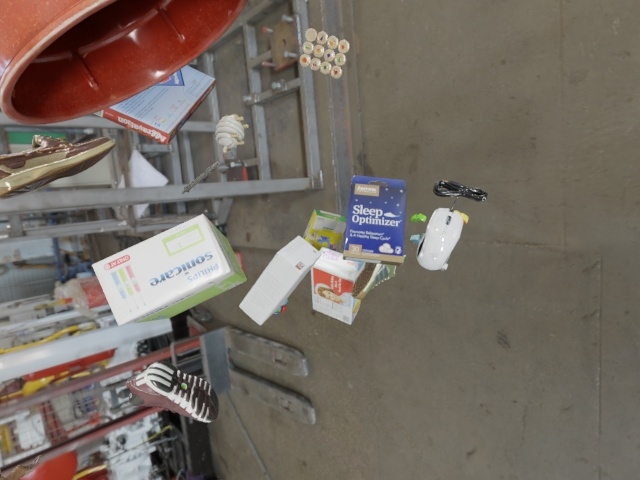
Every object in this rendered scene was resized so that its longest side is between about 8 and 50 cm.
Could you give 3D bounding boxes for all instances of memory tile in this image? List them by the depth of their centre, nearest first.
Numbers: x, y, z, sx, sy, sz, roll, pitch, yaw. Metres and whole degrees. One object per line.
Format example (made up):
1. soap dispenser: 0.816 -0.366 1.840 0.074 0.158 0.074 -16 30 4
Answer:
1. memory tile: 0.010 -0.572 1.243 0.148 0.012 0.113 26 117 13

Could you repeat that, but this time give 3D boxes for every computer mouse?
1. computer mouse: 0.260 -0.028 0.836 0.106 0.042 0.192 20 93 6

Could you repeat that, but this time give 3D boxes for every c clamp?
1. c clamp: -0.362 -0.190 1.236 0.022 0.160 0.137 52 158 -20

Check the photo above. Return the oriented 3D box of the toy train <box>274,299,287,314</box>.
1. toy train: -0.177 0.185 1.751 0.143 0.105 0.247 132 149 -63

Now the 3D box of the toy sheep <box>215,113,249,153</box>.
1. toy sheep: -0.259 -0.308 1.166 0.091 0.091 0.131 -23 48 49

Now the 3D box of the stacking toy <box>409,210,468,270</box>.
1. stacking toy: 0.320 -0.001 1.207 0.166 0.052 0.221 -63 23 -12

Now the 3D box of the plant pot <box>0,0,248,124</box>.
1. plant pot: -0.252 -0.298 0.383 0.273 0.272 0.264 -13 114 49

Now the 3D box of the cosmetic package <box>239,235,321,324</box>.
1. cosmetic package: -0.106 0.105 1.050 0.086 0.117 0.231 40 123 6

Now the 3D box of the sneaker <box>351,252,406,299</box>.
1. sneaker: 0.170 0.093 1.134 0.192 0.086 0.064 -61 23 9

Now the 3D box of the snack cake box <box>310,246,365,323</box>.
1. snack cake box: 0.055 0.156 1.359 0.152 0.089 0.264 21 143 18

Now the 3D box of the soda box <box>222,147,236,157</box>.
1. soda box: -0.381 -0.389 1.687 0.183 0.058 0.062 166 98 -77

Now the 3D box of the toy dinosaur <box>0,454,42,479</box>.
1. toy dinosaur: -0.460 0.307 0.461 0.127 0.200 0.295 -33 32 36

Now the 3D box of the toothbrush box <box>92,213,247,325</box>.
1. toothbrush box: -0.280 0.068 0.826 0.122 0.206 0.283 63 173 5

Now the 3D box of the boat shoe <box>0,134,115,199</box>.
1. boat shoe: -0.721 -0.231 1.089 0.123 0.342 0.123 -19 107 43

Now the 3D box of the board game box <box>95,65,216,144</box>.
1. board game box: -0.312 -0.287 0.785 0.027 0.145 0.281 -56 16 37

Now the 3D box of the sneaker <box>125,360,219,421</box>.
1. sneaker: -0.426 0.441 1.151 0.163 0.281 0.106 -22 37 18

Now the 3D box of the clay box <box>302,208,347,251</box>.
1. clay box: 0.000 0.000 1.510 0.053 0.128 0.221 -108 36 -54

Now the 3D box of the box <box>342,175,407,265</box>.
1. box: 0.130 -0.057 0.957 0.036 0.137 0.225 87 -171 -68
